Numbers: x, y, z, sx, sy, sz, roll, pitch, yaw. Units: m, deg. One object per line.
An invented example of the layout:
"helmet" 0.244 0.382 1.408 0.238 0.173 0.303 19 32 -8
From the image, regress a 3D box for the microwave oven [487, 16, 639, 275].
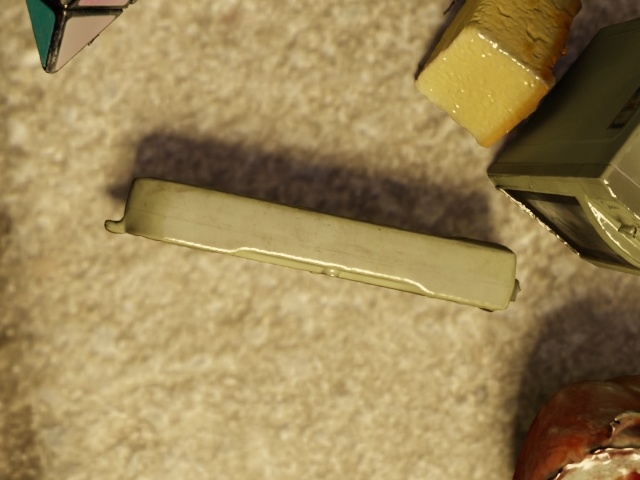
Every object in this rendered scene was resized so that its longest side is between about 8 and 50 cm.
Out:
"microwave oven" 0.227 -0.057 0.733 0.129 0.205 0.163 40 88 -11

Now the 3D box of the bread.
"bread" 0.125 -0.142 0.804 0.084 0.080 0.109 34 52 -11

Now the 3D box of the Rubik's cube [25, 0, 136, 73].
"Rubik's cube" -0.105 -0.232 0.676 0.190 0.178 0.211 -18 98 -12

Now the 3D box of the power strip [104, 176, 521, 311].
"power strip" -0.001 0.003 0.761 0.286 0.080 0.048 11 87 -9

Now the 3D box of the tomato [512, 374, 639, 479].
"tomato" 0.233 0.169 0.775 0.214 0.155 0.180 19 115 -5
